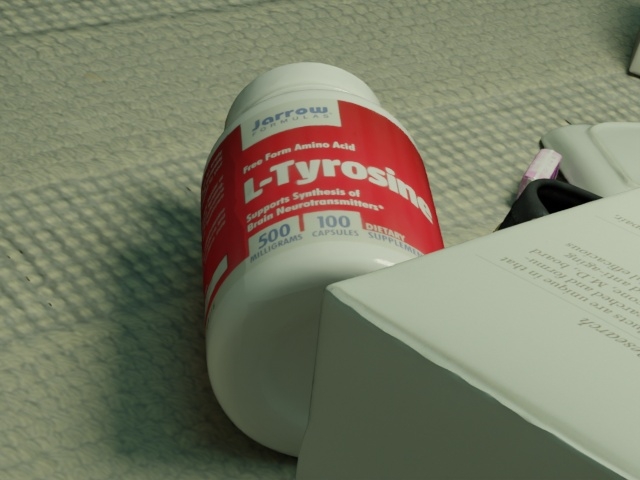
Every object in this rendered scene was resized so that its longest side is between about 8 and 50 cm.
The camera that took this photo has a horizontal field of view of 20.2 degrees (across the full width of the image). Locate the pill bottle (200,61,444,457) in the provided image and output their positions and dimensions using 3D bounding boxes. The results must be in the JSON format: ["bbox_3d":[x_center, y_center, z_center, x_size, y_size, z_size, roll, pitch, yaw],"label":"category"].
[{"bbox_3d":[0.000,0.000,1.717,0.229,0.229,0.408,8,32,-11],"label":"pill bottle"}]

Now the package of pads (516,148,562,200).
[{"bbox_3d":[0.253,-0.068,2.093,0.032,0.050,0.083,22,33,11],"label":"package of pads"}]

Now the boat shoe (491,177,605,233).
[{"bbox_3d":[0.403,0.074,1.841,0.500,0.156,0.187,22,31,8],"label":"boat shoe"}]

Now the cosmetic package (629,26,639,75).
[{"bbox_3d":[0.626,-0.278,2.438,0.365,0.197,0.155,20,31,4],"label":"cosmetic package"}]

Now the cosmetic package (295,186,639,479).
[{"bbox_3d":[0.228,0.193,1.378,0.393,0.329,0.327,-17,35,-40],"label":"cosmetic package"}]

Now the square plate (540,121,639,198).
[{"bbox_3d":[0.461,-0.072,2.097,0.347,0.049,0.344,2,21,-7],"label":"square plate"}]
